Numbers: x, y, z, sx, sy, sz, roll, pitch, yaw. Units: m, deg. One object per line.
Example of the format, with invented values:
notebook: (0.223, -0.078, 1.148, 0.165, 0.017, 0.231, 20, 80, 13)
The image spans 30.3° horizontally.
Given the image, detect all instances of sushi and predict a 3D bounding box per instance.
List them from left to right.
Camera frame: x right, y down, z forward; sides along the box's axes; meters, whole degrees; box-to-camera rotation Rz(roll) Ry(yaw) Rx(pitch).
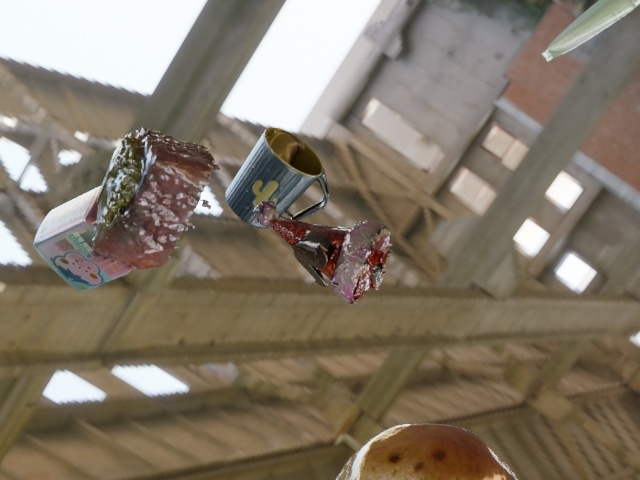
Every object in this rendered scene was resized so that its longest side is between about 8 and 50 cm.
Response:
sushi: (-0.197, -0.041, 1.351, 0.107, 0.161, 0.241, 17, -172, -19)

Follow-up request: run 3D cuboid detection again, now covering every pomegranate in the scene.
pomegranate: (0.180, 0.528, 2.062, 0.410, 0.410, 0.410, 31, -164, -10)

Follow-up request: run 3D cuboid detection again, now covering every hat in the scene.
hat: (-0.002, 0.002, 1.751, 0.227, 0.129, 0.140, 25, -176, 12)

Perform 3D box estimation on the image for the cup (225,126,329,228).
cup: (-0.075, -0.100, 2.209, 0.176, 0.155, 0.131, 37, -154, -10)

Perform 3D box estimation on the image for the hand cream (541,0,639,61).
hand cream: (0.473, -0.379, 2.053, 0.050, 0.205, 0.078, 56, -165, 10)

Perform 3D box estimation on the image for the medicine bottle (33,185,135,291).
medicine bottle: (-0.314, -0.011, 1.740, 0.119, 0.188, 0.094, 49, -145, -29)
